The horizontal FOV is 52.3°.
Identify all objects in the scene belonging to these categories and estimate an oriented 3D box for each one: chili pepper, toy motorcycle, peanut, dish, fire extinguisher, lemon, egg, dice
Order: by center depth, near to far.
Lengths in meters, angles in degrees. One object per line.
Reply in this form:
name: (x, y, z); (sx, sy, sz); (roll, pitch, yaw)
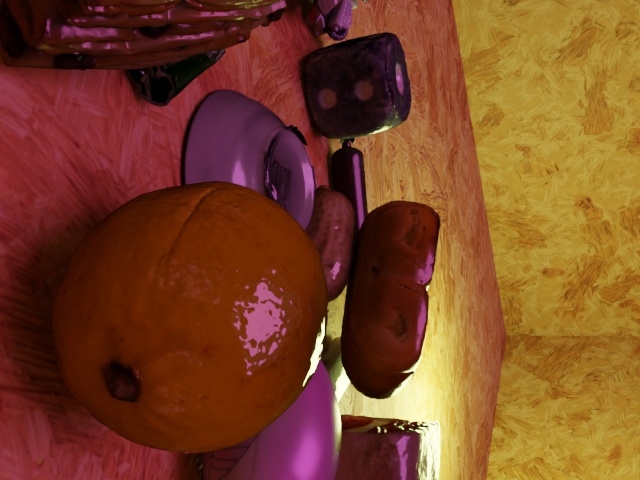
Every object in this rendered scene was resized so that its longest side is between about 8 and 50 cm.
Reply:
lemon: (-0.130, 0.076, 0.700); (0.297, 0.296, 0.297); (-3, 90, -66)
chili pepper: (-0.183, -0.261, 0.892); (0.088, 0.059, 0.227); (63, 28, -22)
egg: (-0.065, 0.270, 0.922); (0.196, 0.196, 0.272); (46, 43, -56)
dish: (-0.084, -0.087, 1.029); (0.316, 0.106, 0.317); (-3, 90, -66)
peanut: (0.000, 0.000, 1.196); (0.122, 0.137, 0.253); (20, 60, -18)
toy motorcycle: (0.013, -0.549, 1.327); (0.170, 0.110, 0.261); (8, 87, -48)
dice: (0.080, -0.317, 1.335); (0.182, 0.183, 0.182); (-49, 129, -59)
fire extinguisher: (0.061, -0.113, 1.412); (0.089, 0.072, 0.268); (-161, -114, -82)

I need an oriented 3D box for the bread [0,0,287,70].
bread: (-0.172, -0.319, 0.640); (0.324, 0.167, 0.278); (-19, 106, -30)

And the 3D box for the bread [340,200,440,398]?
bread: (0.113, 0.119, 1.231); (0.337, 0.147, 0.328); (98, 5, -67)

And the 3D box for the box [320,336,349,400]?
box: (0.027, 0.269, 1.315); (0.154, 0.040, 0.084); (-47, 126, -60)

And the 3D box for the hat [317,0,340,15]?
hat: (-0.036, -0.552, 1.203); (0.214, 0.149, 0.245); (-54, 153, -43)

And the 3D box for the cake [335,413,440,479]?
cake: (0.084, 0.441, 1.192); (0.309, 0.236, 0.230); (20, 72, -67)
